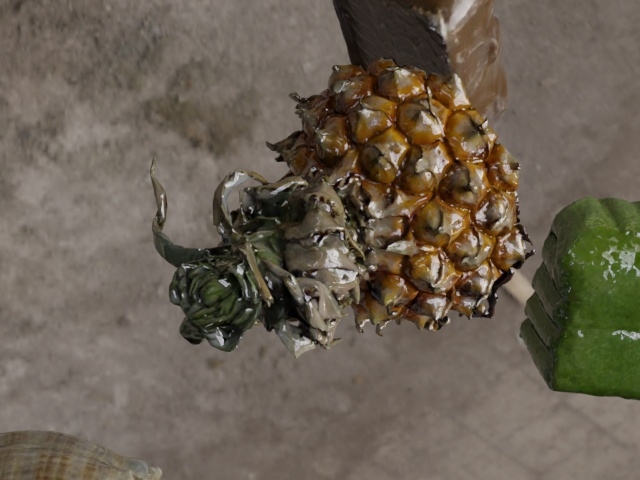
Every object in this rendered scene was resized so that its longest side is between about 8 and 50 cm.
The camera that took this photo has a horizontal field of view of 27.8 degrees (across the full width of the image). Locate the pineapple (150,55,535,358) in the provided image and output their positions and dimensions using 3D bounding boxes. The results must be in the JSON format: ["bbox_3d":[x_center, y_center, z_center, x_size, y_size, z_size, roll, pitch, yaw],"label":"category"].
[{"bbox_3d":[0.000,0.000,1.038,0.271,0.262,0.262,-29,153,-48],"label":"pineapple"}]

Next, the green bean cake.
[{"bbox_3d":[0.356,0.068,1.461,0.248,0.125,0.222,5,115,-15],"label":"green bean cake"}]

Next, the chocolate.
[{"bbox_3d":[0.097,-0.178,1.161,0.093,0.148,0.214,-45,151,-12],"label":"chocolate"}]

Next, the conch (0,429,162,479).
[{"bbox_3d":[-0.217,0.256,1.004,0.352,0.297,0.210,31,128,-15],"label":"conch"}]
